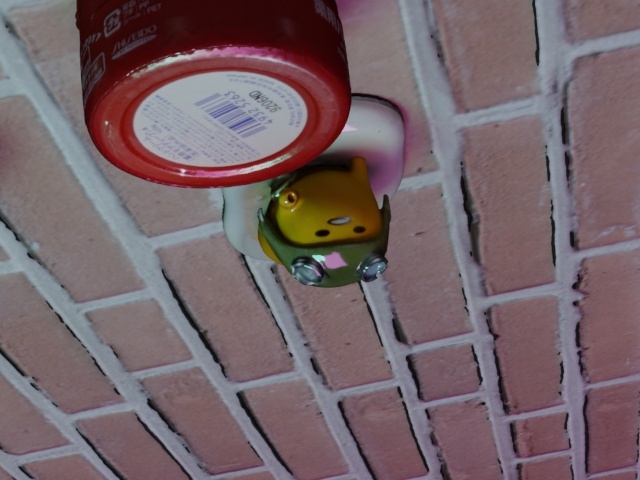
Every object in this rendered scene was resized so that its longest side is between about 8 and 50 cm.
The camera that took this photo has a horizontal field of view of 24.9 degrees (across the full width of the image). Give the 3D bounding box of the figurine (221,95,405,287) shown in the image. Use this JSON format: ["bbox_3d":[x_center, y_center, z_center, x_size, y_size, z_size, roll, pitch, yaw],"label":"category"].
[{"bbox_3d":[0.000,0.000,1.266,0.166,0.141,0.250,-1,151,-16],"label":"figurine"}]

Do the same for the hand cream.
[{"bbox_3d":[-0.076,-0.132,1.021,0.193,0.125,0.193,-6,154,-3],"label":"hand cream"}]
